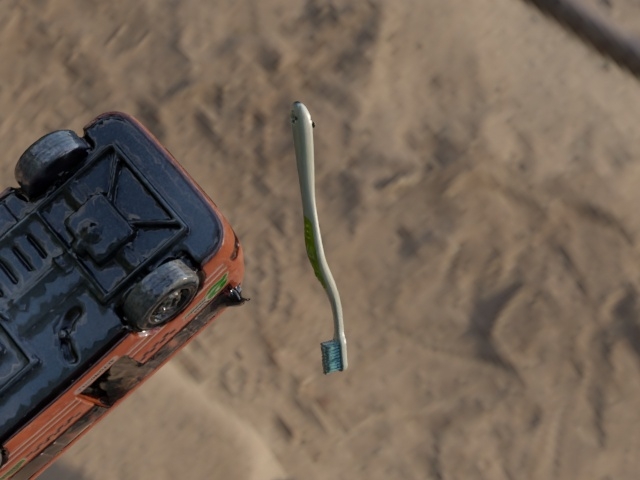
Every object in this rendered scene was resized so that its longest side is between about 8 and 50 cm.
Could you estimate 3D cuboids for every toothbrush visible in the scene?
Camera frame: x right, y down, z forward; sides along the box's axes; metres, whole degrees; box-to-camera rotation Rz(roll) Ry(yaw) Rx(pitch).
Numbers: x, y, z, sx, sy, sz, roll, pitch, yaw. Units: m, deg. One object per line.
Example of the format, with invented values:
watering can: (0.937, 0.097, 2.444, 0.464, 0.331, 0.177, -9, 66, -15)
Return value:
toothbrush: (0.000, 0.000, 1.691, 0.026, 0.022, 0.263, -19, 117, -25)

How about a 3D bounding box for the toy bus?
toy bus: (-0.271, 0.091, 1.824, 0.427, 0.233, 0.203, -41, 73, 0)
